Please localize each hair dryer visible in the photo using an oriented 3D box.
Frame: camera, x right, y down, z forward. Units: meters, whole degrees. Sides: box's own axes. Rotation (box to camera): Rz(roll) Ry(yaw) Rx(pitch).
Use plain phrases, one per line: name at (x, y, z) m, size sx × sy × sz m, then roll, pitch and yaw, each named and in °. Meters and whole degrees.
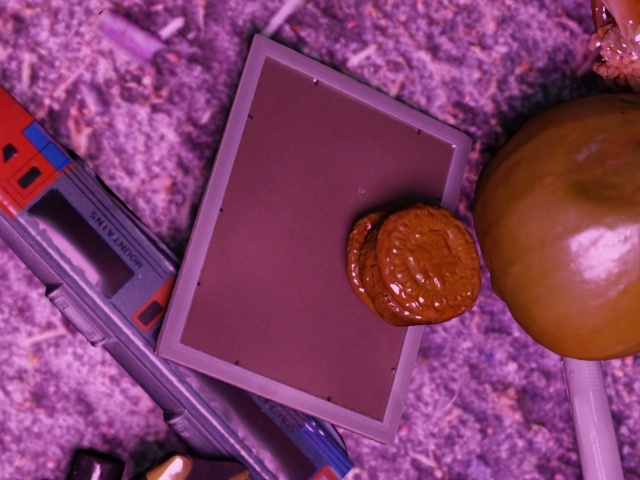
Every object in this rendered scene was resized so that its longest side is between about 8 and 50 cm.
hair dryer at (0.224, 0.186, 1.341) m, size 0.131 × 0.073 × 0.236 m, roll 19°, pitch 58°, yaw -40°

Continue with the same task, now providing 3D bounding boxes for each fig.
fig at (0.228, -0.026, 1.293) m, size 0.207 × 0.207 × 0.230 m, roll 29°, pitch 113°, yaw -13°

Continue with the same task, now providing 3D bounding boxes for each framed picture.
framed picture at (0.000, 0.000, 1.294) m, size 0.217 × 0.017 × 0.274 m, roll 25°, pitch 70°, yaw -21°

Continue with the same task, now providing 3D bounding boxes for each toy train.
toy train at (-0.141, 0.053, 1.273) m, size 0.409 × 0.086 × 0.089 m, roll 47°, pitch 70°, yaw -12°

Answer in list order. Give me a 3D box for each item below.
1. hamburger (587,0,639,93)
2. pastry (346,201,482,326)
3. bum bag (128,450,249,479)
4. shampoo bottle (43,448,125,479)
hamburger at (0.331, -0.212, 1.353) m, size 0.286 × 0.146 × 0.243 m, roll -21°, pitch 91°, yaw -10°
pastry at (0.074, 0.019, 1.287) m, size 0.109 × 0.057 × 0.097 m, roll 42°, pitch 63°, yaw -17°
bum bag at (-0.097, 0.249, 1.272) m, size 0.107 × 0.060 × 0.232 m, roll -18°, pitch 129°, yaw -23°
shampoo bottle at (-0.205, 0.283, 1.280) m, size 0.079 × 0.080 × 0.246 m, roll 17°, pitch 89°, yaw -15°
